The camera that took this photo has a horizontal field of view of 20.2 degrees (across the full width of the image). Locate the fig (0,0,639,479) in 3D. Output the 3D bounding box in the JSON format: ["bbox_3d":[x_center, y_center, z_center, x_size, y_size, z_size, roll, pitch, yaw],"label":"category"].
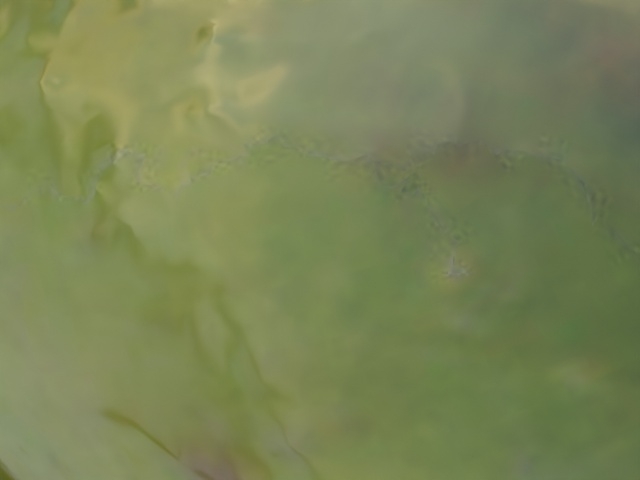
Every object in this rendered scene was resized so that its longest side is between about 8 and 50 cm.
[{"bbox_3d":[0.000,0.000,0.509,0.326,0.258,0.258,25,66,-4],"label":"fig"}]
